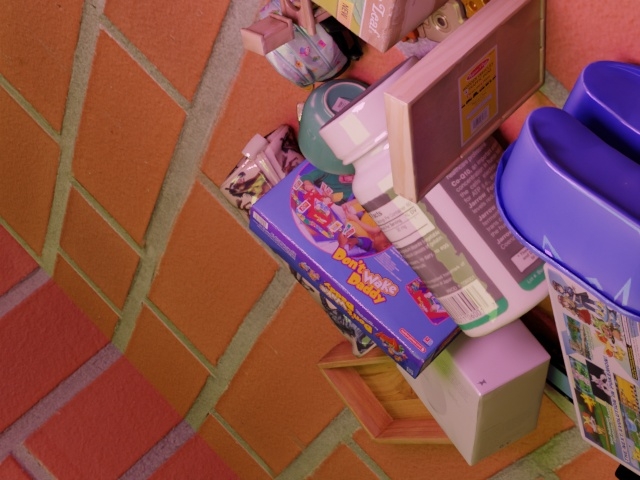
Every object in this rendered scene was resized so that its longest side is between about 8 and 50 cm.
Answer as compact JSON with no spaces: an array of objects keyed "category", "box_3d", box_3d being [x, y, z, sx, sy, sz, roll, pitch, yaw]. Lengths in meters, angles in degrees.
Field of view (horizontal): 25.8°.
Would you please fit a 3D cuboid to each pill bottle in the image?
[{"category":"pill bottle","box_3d":[0.174,-0.062,1.929,0.361,0.204,0.204,52,154,-6]}]

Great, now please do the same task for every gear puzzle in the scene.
[{"category":"gear puzzle","box_3d":[0.121,-0.318,1.844,0.339,0.044,0.175,23,144,42]}]

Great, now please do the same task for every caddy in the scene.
[{"category":"caddy","box_3d":[0.365,-0.045,1.619,0.341,0.241,0.179,38,148,23]}]

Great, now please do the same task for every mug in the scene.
[{"category":"mug","box_3d":[0.048,-0.179,2.077,0.097,0.157,0.129,101,147,-56]}]

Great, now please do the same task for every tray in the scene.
[{"category":"tray","box_3d":[0.164,0.272,2.555,0.203,0.076,0.411,54,155,-11]}]

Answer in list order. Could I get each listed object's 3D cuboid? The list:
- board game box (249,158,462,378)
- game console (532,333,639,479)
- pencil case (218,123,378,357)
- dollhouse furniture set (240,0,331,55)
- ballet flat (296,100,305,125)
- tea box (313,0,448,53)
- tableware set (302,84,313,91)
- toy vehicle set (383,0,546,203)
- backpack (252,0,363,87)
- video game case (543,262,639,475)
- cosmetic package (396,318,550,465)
[{"category":"board game box","box_3d":[0.097,0.004,2.104,0.347,0.233,0.078,42,158,14]},{"category":"game console","box_3d":[0.449,0.280,2.155,0.361,0.044,0.213,40,153,18]},{"category":"pencil case","box_3d":[0.000,0.000,2.334,0.410,0.160,0.183,51,163,-5]},{"category":"dollhouse furniture set","box_3d":[0.011,-0.308,1.784,0.161,0.182,0.101,26,139,41]},{"category":"ballet flat","box_3d":[0.010,-0.155,2.249,0.049,0.057,0.173,-16,123,26]},{"category":"tea box","box_3d":[0.044,-0.455,1.576,0.323,0.220,0.329,39,153,18]},{"category":"tableware set","box_3d":[-0.014,-0.243,2.182,0.154,0.024,0.104,56,154,-15]},{"category":"toy vehicle set","box_3d":[0.180,-0.183,1.685,0.035,0.267,0.166,31,148,30]},{"category":"backpack","box_3d":[-0.027,-0.286,1.979,0.152,0.115,0.182,42,-174,5]},{"category":"video game case","box_3d":[0.427,0.201,1.807,0.300,0.036,0.329,31,148,48]},{"category":"cosmetic package","box_3d":[0.234,0.189,2.197,0.224,0.138,0.225,53,162,31]}]
